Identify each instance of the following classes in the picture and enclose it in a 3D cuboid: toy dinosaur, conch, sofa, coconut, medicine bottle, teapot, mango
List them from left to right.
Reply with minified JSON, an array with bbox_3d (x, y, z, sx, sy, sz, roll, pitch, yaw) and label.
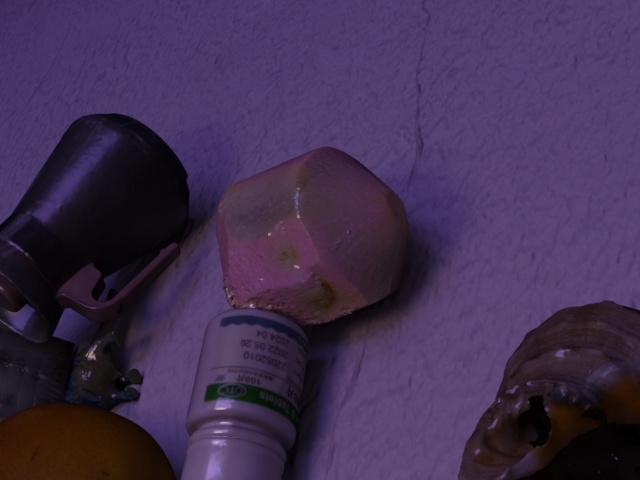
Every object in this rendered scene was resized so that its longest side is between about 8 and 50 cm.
[{"bbox_3d":[-0.525,0.271,1.595,0.225,0.176,0.210,-56,25,33],"label":"sofa"},{"bbox_3d":[-0.305,0.324,1.185,0.264,0.221,0.378,-36,23,-25],"label":"mango"},{"bbox_3d":[-0.372,-0.012,1.572,0.300,0.253,0.344,25,57,25],"label":"teapot"},{"bbox_3d":[-0.342,0.206,1.488,0.147,0.076,0.363,-17,43,32],"label":"toy dinosaur"},{"bbox_3d":[-0.093,0.211,1.191,0.139,0.139,0.237,-18,45,30],"label":"medicine bottle"},{"bbox_3d":[0.000,0.000,1.268,0.245,0.233,0.233,-19,41,36],"label":"coconut"},{"bbox_3d":[0.249,0.192,0.847,0.324,0.186,0.263,-32,40,-33],"label":"conch"}]
